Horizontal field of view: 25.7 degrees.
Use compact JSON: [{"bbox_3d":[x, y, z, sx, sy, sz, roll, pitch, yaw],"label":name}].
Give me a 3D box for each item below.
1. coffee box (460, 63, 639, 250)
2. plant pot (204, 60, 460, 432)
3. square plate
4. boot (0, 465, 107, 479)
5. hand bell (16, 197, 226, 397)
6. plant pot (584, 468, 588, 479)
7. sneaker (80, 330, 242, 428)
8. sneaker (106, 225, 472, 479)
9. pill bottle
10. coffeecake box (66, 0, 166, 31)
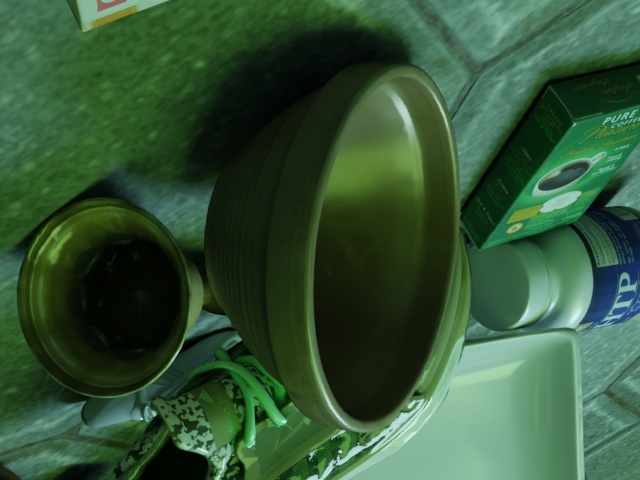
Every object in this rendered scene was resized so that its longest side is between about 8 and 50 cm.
[{"bbox_3d":[0.198,-0.067,1.140,0.113,0.040,0.184,-16,154,-28],"label":"coffee box"},{"bbox_3d":[0.000,0.000,0.910,0.109,0.237,0.237,7,171,26],"label":"plant pot"},{"bbox_3d":[0.069,0.248,1.279,0.347,0.049,0.344,-7,111,0],"label":"square plate"},{"bbox_3d":[-0.319,0.288,1.249,0.220,0.109,0.283,-34,164,22],"label":"boot"},{"bbox_3d":[-0.093,0.038,0.988,0.126,0.126,0.242,-36,167,17],"label":"hand bell"},{"bbox_3d":[0.106,0.265,1.473,0.252,0.247,0.248,24,128,-32],"label":"plant pot"},{"bbox_3d":[-0.123,0.127,1.161,0.152,0.061,0.054,-21,157,-13],"label":"sneaker"},{"bbox_3d":[-0.043,0.128,1.037,0.410,0.158,0.182,-52,154,3],"label":"sneaker"},{"bbox_3d":[0.221,0.030,1.274,0.186,0.112,0.112,-7,149,-39],"label":"pill bottle"},{"bbox_3d":[-0.038,-0.185,0.605,0.185,0.068,0.142,-23,156,-12],"label":"coffeecake box"}]
